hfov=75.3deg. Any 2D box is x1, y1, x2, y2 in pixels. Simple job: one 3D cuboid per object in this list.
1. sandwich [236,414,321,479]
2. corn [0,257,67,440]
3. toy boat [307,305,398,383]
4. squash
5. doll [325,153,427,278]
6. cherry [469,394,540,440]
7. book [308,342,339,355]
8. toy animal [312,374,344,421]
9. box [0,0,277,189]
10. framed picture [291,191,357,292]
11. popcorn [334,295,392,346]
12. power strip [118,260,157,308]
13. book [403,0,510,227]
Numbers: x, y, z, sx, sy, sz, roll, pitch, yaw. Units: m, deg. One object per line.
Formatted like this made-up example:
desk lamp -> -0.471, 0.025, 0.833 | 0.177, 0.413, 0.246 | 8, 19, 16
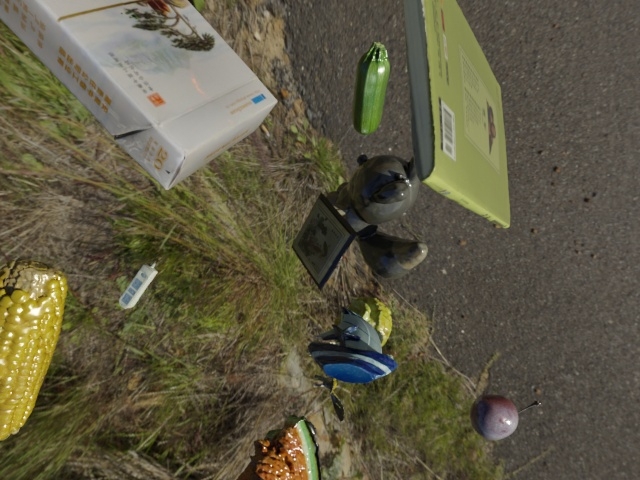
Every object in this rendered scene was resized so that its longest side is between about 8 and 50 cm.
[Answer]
sandwich -> -0.134, 0.635, 1.098 | 0.161, 0.301, 0.251 | -20, 80, 35
corn -> -0.378, 0.142, 0.500 | 0.096, 0.097, 0.262 | 25, 104, -6
toy boat -> 0.062, 0.258, 1.070 | 0.209, 0.292, 0.071 | 4, 114, -21
squash -> 0.105, -0.314, 0.892 | 0.068, 0.219, 0.077 | 34, 59, 20
doll -> 0.217, -0.089, 1.264 | 0.378, 0.382, 0.252 | 44, 63, -12
cherry -> 0.494, 0.460, 1.129 | 0.188, 0.115, 0.148 | -33, 97, 14
book -> 0.021, 0.357, 1.370 | 0.077, 0.014, 0.111 | 8, 146, -37
toy animal -> 0.021, 0.458, 1.358 | 0.095, 0.155, 0.220 | 24, 71, -41
box -> -0.171, -0.182, 0.405 | 0.233, 0.149, 0.067 | 47, 138, -7
framed picture -> 0.000, 0.000, 1.111 | 0.010, 0.195, 0.200 | 8, 123, -41
popcorn -> 0.148, 0.301, 1.451 | 0.183, 0.204, 0.221 | 34, 108, -20
power strip -> -0.579, 0.141, 1.323 | 0.047, 0.030, 0.191 | 36, 92, 11
book -> 0.189, -0.153, 0.530 | 0.035, 0.352, 0.240 | -8, 79, 34
